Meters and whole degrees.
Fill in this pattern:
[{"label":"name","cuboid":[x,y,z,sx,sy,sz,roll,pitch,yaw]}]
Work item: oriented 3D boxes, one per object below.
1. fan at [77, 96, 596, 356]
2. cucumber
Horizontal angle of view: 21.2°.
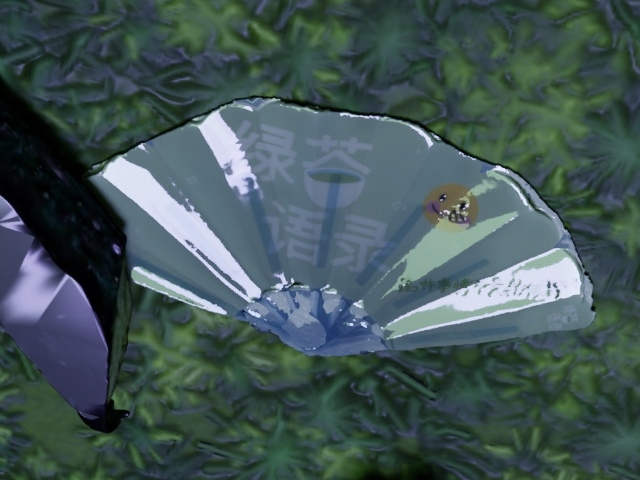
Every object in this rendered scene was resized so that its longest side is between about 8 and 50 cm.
[{"label":"fan","cuboid":[0.000,0.000,0.715,0.240,0.009,0.131,8,125,2]},{"label":"cucumber","cuboid":[-0.128,-0.004,0.701,0.070,0.046,0.220,-28,117,20]}]
